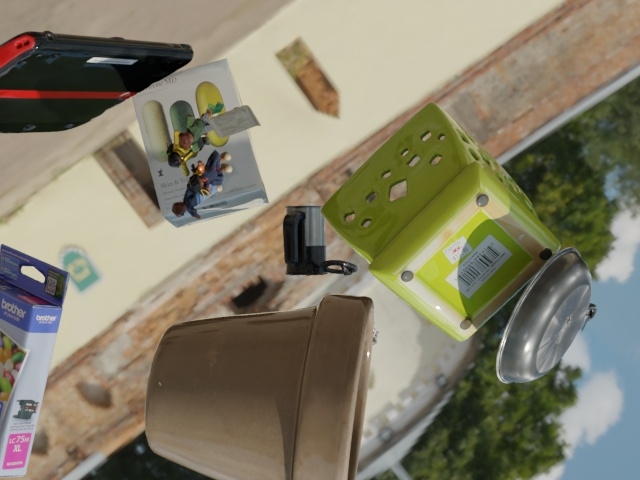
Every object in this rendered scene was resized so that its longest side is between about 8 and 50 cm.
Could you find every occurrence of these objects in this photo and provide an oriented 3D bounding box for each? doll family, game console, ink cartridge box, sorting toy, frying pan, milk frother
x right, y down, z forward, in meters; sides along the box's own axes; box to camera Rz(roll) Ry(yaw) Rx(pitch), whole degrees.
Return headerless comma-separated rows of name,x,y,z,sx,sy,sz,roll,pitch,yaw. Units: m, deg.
doll family,-0.205,-0.119,1.689,0.076,0.193,0.111,2,-147,31
game console,-0.446,-0.263,1.716,0.342,0.060,0.386,-24,174,32
ink cartridge box,-0.479,0.173,1.545,0.186,0.311,0.065,19,-175,39
sorting toy,-0.118,-0.164,1.357,0.062,0.012,0.083,-15,157,7
frying pan,0.315,0.127,1.385,0.197,0.053,0.326,-56,149,-8
milk frother,0.000,0.000,1.968,0.143,0.134,0.129,-1,-179,5

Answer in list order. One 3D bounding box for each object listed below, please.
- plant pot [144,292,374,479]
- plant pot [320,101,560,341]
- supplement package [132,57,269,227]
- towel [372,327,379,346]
plant pot,-0.067,0.180,1.161,0.229,0.263,0.263,6,-164,7
plant pot,0.172,-0.012,1.398,0.228,0.227,0.207,-45,-149,9
supplement package,-0.233,-0.183,2.018,0.199,0.262,0.198,-15,174,-1
towel,-0.060,0.219,1.935,0.317,0.053,0.332,-25,-175,-6
